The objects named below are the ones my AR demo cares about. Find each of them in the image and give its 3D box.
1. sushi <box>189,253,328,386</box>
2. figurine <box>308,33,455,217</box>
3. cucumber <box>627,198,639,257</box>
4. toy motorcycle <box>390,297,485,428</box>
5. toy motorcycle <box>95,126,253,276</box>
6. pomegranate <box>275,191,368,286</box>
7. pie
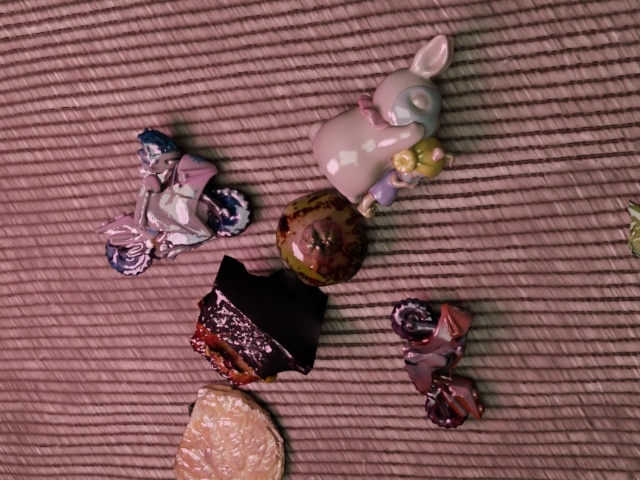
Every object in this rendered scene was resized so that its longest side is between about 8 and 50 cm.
[{"bbox_3d":[-0.108,0.136,1.416,0.172,0.153,0.150,27,132,-13],"label":"sushi"},{"bbox_3d":[0.112,-0.155,1.269,0.235,0.127,0.155,-37,72,21],"label":"figurine"},{"bbox_3d":[0.490,0.021,1.231,0.220,0.046,0.070,27,114,12],"label":"cucumber"},{"bbox_3d":[0.182,0.174,1.358,0.118,0.084,0.213,-16,107,21],"label":"toy motorcycle"},{"bbox_3d":[-0.242,-0.069,1.427,0.239,0.108,0.204,-25,101,-2],"label":"toy motorcycle"},{"bbox_3d":[0.009,-0.005,1.334,0.138,0.125,0.163,64,157,0],"label":"pomegranate"},{"bbox_3d":[-0.145,0.344,1.532,0.185,0.052,0.218,26,109,12],"label":"pie"}]
